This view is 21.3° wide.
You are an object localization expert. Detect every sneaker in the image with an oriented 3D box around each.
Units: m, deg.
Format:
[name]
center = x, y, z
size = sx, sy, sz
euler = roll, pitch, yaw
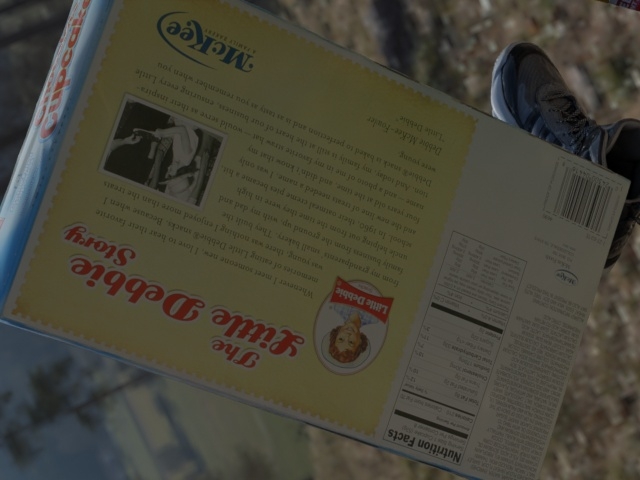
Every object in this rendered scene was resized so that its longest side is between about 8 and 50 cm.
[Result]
[sneaker]
center = 0.268, -0.108, 1.719
size = 0.153, 0.101, 0.269
euler = -47, 55, 54

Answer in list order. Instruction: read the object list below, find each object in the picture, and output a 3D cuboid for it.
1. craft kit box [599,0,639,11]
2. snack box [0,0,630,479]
[craft kit box]
center = 0.144, -0.235, 0.784
size = 0.061, 0.250, 0.247
euler = -41, -35, -63
[snack box]
center = 0.000, 0.000, 0.880
size = 0.322, 0.187, 0.060
euler = 22, 173, -27
